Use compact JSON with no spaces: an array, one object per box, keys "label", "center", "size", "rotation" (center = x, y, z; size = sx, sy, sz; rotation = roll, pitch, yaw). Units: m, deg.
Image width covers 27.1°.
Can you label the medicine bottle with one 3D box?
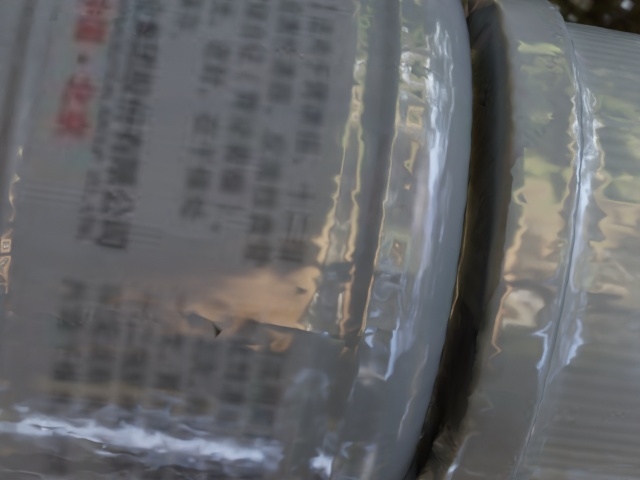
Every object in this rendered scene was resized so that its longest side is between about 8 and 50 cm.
[{"label":"medicine bottle","center":[0.000,0.000,0.532],"size":[0.245,0.306,0.245],"rotation":[-171,-90,-84]}]
